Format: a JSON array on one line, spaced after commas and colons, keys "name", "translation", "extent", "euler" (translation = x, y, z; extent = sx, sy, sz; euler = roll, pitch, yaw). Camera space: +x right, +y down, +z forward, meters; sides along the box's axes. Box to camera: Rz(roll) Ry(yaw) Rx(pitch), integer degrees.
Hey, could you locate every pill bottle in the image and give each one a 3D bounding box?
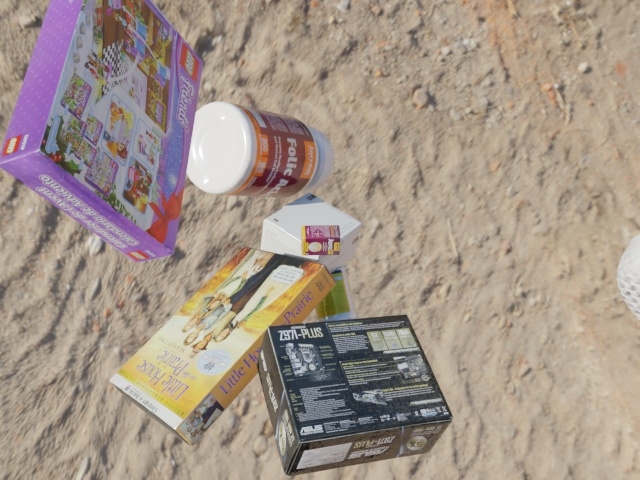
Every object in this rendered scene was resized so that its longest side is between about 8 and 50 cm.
[{"name": "pill bottle", "translation": [-0.146, -0.223, 1.683], "extent": [0.392, 0.224, 0.224], "euler": [-4, 81, -57]}, {"name": "pill bottle", "translation": [0.036, 0.165, 1.681], "extent": [0.103, 0.103, 0.184], "euler": [-8, 78, -20]}]

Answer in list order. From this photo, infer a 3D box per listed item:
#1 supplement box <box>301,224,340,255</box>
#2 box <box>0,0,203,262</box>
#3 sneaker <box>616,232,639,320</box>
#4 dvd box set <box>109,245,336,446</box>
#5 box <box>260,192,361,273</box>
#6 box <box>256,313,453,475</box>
[{"name": "supplement box", "translation": [0.000, 0.000, 1.399], "extent": [0.083, 0.055, 0.043], "euler": [-1, 42, -3]}, {"name": "box", "translation": [-0.221, -0.150, 0.710], "extent": [0.057, 0.201, 0.293], "euler": [-12, 57, 22]}, {"name": "sneaker", "translation": [0.383, 0.009, 0.427], "extent": [0.365, 0.137, 0.210], "euler": [19, 83, -5]}, {"name": "dvd box set", "translation": [-0.203, 0.187, 1.320], "extent": [0.420, 0.307, 0.062], "euler": [-46, 122, -24]}, {"name": "box", "translation": [-0.025, -0.005, 1.638], "extent": [0.182, 0.119, 0.181], "euler": [32, 43, 24]}, {"name": "box", "translation": [0.033, 0.169, 0.734], "extent": [0.180, 0.077, 0.147], "euler": [-3, 47, -21]}]
